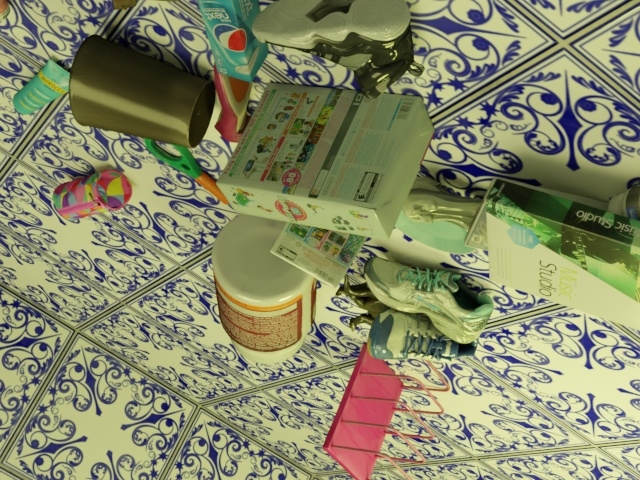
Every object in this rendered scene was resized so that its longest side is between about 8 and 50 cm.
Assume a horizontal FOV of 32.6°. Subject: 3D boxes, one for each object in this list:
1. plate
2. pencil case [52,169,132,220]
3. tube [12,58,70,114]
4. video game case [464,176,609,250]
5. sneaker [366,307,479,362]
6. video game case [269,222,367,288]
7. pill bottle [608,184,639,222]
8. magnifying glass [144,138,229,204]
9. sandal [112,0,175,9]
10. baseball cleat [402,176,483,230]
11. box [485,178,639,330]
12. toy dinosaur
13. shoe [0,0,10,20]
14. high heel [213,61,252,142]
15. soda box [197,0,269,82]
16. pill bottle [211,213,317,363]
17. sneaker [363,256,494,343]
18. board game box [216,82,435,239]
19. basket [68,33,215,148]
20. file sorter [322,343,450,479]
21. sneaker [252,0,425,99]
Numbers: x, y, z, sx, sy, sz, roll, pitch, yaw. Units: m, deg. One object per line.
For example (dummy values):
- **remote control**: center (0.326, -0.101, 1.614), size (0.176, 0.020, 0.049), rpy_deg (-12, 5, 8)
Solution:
- **plate**: center (0.210, -0.031, 2.052), size (0.188, 0.024, 0.188), rpy_deg (24, 162, 8)
- **pencil case**: center (-0.533, -0.104, 2.541), size (0.104, 0.104, 0.236), rpy_deg (40, 152, -27)
- **tube**: center (-0.564, -0.314, 2.244), size (0.080, 0.052, 0.207), rpy_deg (30, 149, -29)
- **video game case**: center (0.364, -0.026, 1.858), size (0.201, 0.023, 0.183), rpy_deg (13, 145, -2)
- **sneaker**: center (0.220, 0.201, 2.282), size (0.131, 0.112, 0.296), rpy_deg (19, -166, 38)
- **video game case**: center (0.000, 0.000, 2.210), size (0.157, 0.143, 0.019), rpy_deg (30, -169, -7)
- **pill bottle**: center (0.516, -0.053, 1.683), size (0.078, 0.078, 0.137), rpy_deg (38, 152, -22)
- **magnifying glass**: center (-0.273, -0.153, 2.296), size (0.231, 0.026, 0.092), rpy_deg (42, 150, -26)
- **sandal**: center (-0.334, -0.416, 1.784), size (0.302, 0.086, 0.120), rpy_deg (6, 148, 36)
- **baseball cleat**: center (0.235, -0.070, 1.935), size (0.205, 0.109, 0.072), rpy_deg (10, 127, -23)
- **box**: center (0.426, 0.032, 1.767), size (0.322, 0.058, 0.232), rpy_deg (18, 150, 23)
- **toy dinosaur**: center (0.130, 0.133, 2.383), size (0.160, 0.121, 0.314), rpy_deg (1, 142, 21)
- **shoe**: center (-0.668, -0.466, 2.037), size (0.178, 0.064, 0.081), rpy_deg (16, 151, 10)
- **high heel**: center (-0.174, -0.257, 1.956), size (0.117, 0.082, 0.244), rpy_deg (17, 160, 24)
- **soda box**: center (-0.139, -0.350, 1.746), size (0.067, 0.071, 0.210), rpy_deg (18, 153, 17)
- **pill bottle**: center (-0.120, 0.116, 2.423), size (0.224, 0.224, 0.392), rpy_deg (22, 153, 10)
- **sneaker**: center (0.226, 0.093, 2.230), size (0.283, 0.110, 0.122), rpy_deg (26, 137, -5)
- **board game box**: center (0.009, -0.139, 1.829), size (0.303, 0.224, 0.097), rpy_deg (11, 153, 29)
- **basket**: center (-0.319, -0.260, 2.001), size (0.226, 0.154, 0.204), rpy_deg (18, 154, 9)
- **file sorter**: center (0.174, 0.433, 2.668), size (0.182, 0.291, 0.202), rpy_deg (0, 144, 38)
- **sneaker**: center (0.028, -0.290, 1.663), size (0.268, 0.101, 0.153), rpy_deg (6, 145, 31)
